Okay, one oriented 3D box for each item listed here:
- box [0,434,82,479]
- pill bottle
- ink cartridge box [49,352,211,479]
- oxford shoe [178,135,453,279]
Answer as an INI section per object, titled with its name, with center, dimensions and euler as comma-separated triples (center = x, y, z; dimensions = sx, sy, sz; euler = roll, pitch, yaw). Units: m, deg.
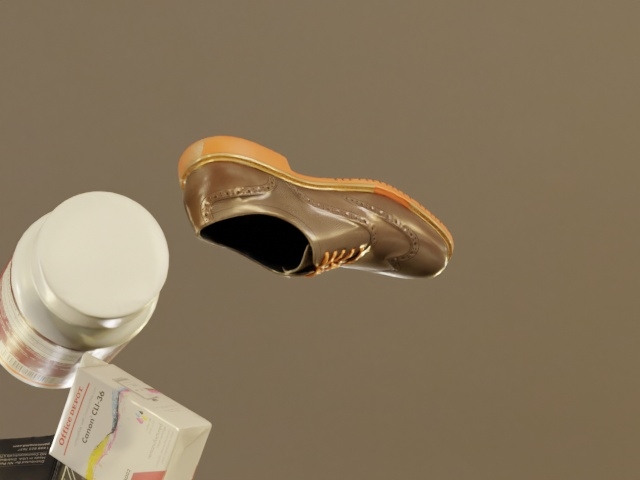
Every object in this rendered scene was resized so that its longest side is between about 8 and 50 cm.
[box]
center = -0.381, 0.440, 1.655
dimensions = 0.182, 0.294, 0.296
euler = -5, -57, 5
[pill bottle]
center = -0.371, 0.078, 2.102
dimensions = 0.224, 0.224, 0.392
euler = 3, -19, -22
[ink cartridge box]
center = -0.234, 0.218, 1.587
dimensions = 0.067, 0.198, 0.115
euler = 2, -70, -60
[oxford shoe]
center = 0.000, 0.000, 1.624
dimensions = 0.363, 0.133, 0.130
euler = 16, -46, -24
